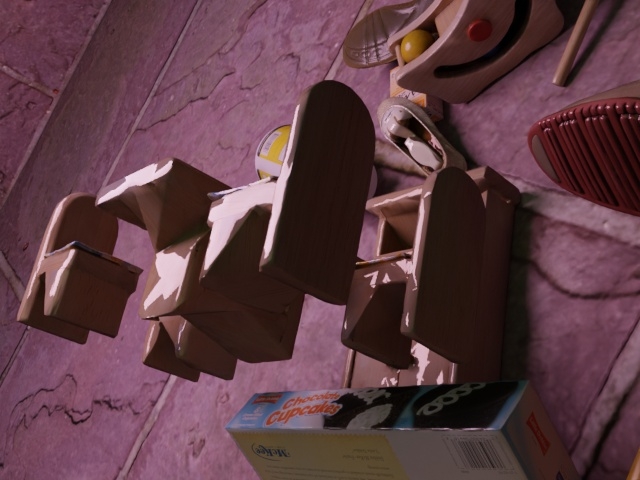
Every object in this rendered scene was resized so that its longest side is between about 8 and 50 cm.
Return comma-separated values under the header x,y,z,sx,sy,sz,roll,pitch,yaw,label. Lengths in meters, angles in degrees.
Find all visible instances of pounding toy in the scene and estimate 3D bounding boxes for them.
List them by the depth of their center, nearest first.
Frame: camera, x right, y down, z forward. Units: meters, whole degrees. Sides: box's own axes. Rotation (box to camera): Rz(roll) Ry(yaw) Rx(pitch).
x,y,z,sx,sy,sz,roll,pitch,yaw,label
0.193,-0.248,0.847,0.269,0.154,0.155,-36,43,32,pounding toy

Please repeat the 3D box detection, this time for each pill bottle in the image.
x,y,z,sx,sy,sz,roll,pitch,yaw,label
-0.006,-0.095,1.033,0.184,0.103,0.103,27,89,54,pill bottle

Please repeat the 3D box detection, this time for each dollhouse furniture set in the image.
x,y,z,sx,sy,sz,roll,pitch,yaw,label
0.000,0.000,0.717,0.362,0.394,0.257,-15,56,45,dollhouse furniture set

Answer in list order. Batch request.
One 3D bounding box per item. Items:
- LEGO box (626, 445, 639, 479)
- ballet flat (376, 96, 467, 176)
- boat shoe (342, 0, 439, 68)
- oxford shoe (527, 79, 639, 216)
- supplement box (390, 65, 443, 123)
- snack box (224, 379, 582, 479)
x,y,z,sx,sy,sz,roll,pitch,yaw,label
0.356,0.261,0.285,0.500,0.193,0.373,17,80,54,LEGO box
0.112,-0.126,0.917,0.168,0.052,0.057,48,118,36,ballet flat
0.130,-0.280,1.016,0.223,0.073,0.080,-19,71,39,boat shoe
0.338,-0.101,0.641,0.130,0.123,0.348,-47,28,-26,oxford shoe
0.124,-0.191,0.994,0.062,0.036,0.098,-26,49,40,supplement box
0.072,0.217,0.669,0.322,0.187,0.060,-14,22,45,snack box
